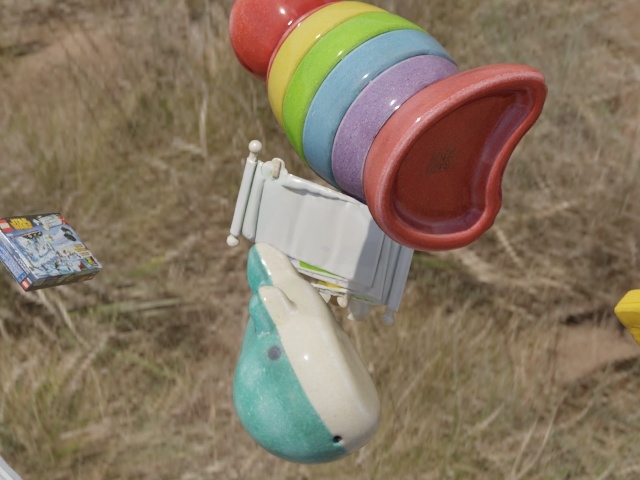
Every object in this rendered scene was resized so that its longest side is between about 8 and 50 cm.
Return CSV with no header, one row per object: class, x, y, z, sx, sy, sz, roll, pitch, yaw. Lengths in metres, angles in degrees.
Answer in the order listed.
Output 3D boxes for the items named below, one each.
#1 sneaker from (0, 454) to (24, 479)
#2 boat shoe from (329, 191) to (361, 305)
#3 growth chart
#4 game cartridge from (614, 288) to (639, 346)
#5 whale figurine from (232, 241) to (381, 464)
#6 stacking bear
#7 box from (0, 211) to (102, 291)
sneaker,-0.340,0.182,1.099,0.292,0.169,0.108,43,106,4
boat shoe,0.069,-0.031,1.863,0.089,0.285,0.104,-9,46,-34
growth chart,0.000,0.000,1.656,0.237,0.172,0.021,25,34,4
game cartridge,0.510,0.180,1.551,0.324,0.285,0.053,51,63,-17
whale figurine,-0.038,0.128,1.548,0.141,0.216,0.272,-31,47,5
stacking bear,0.027,-0.139,1.223,0.164,0.175,0.289,-8,40,-39
box,-0.330,0.012,1.670,0.027,0.137,0.094,-44,76,21
